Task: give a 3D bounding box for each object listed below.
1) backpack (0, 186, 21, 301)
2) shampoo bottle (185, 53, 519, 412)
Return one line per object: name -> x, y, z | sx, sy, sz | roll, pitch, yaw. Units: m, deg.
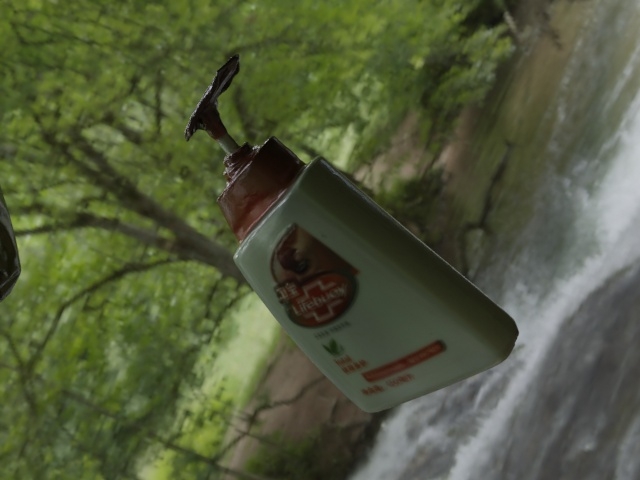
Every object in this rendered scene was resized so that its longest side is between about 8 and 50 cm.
backpack -> -0.421, -0.001, 0.905 | 0.140, 0.254, 0.206 | 130, 123, -79
shampoo bottle -> 0.000, 0.000, 0.709 | 0.153, 0.284, 0.071 | -31, 18, 40
